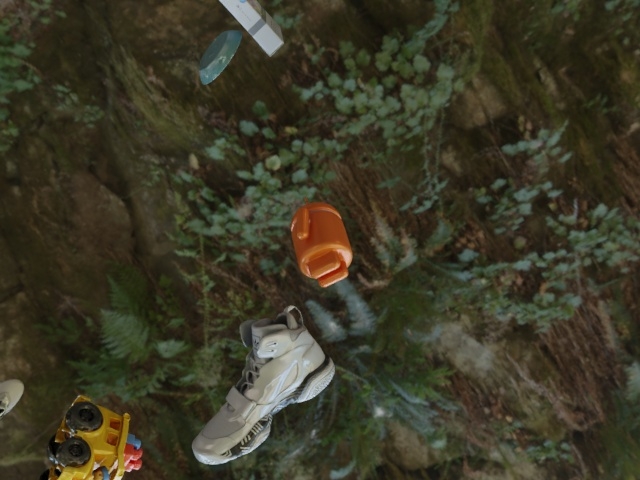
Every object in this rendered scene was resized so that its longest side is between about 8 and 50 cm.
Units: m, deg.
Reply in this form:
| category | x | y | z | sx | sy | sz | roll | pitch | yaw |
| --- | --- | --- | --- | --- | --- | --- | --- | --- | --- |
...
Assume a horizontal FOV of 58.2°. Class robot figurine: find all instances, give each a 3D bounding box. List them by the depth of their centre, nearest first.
| category | x | y | z | sx | sy | sz | roll | pitch | yaw |
| --- | --- | --- | --- | --- | --- | --- | --- | --- | --- |
| robot figurine | 0.000 | -0.001 | 1.325 | 0.128 | 0.158 | 0.220 | -59 | -147 | 38 |

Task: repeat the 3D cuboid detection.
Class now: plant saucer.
| category | x | y | z | sx | sy | sz | roll | pitch | yaw |
| --- | --- | --- | --- | --- | --- | --- | --- | --- | --- |
| plant saucer | -0.191 | -0.344 | 1.059 | 0.119 | 0.021 | 0.119 | -34 | -141 | 32 |

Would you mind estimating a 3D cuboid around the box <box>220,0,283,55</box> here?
| category | x | y | z | sx | sy | sz | roll | pitch | yaw |
| --- | --- | --- | --- | --- | --- | --- | --- | --- | --- |
| box | -0.143 | -0.424 | 1.019 | 0.038 | 0.186 | 0.145 | -40 | -153 | 16 |

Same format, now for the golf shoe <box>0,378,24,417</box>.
| category | x | y | z | sx | sy | sz | roll | pitch | yaw |
| --- | --- | --- | --- | --- | --- | --- | --- | --- | --- |
| golf shoe | -0.682 | 0.355 | 1.214 | 0.085 | 0.069 | 0.176 | -10 | -161 | 22 |

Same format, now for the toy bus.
| category | x | y | z | sx | sy | sz | roll | pitch | yaw |
| --- | --- | --- | --- | --- | --- | --- | --- | --- | --- |
| toy bus | -0.504 | 0.493 | 1.301 | 0.149 | 0.211 | 0.220 | -51 | -154 | 22 |

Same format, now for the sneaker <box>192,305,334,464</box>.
| category | x | y | z | sx | sy | sz | roll | pitch | yaw |
| --- | --- | --- | --- | --- | --- | --- | --- | --- | --- |
| sneaker | -0.149 | 0.303 | 1.256 | 0.365 | 0.210 | 0.137 | -33 | -156 | -23 |
